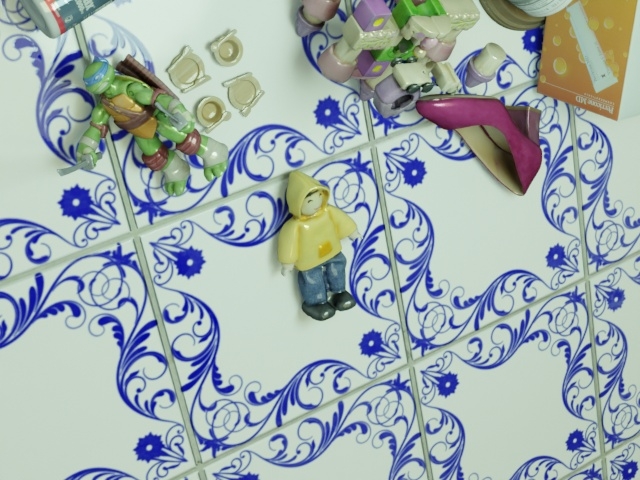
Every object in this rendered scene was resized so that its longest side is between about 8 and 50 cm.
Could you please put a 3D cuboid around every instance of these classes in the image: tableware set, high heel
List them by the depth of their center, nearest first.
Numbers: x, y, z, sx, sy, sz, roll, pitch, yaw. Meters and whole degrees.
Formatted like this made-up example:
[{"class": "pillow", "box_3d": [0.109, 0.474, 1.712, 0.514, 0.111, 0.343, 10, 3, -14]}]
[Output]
[{"class": "tableware set", "box_3d": [-0.177, -0.274, 1.847, 0.141, 0.020, 0.169, -37, 120, -17]}, {"class": "high heel", "box_3d": [0.316, -0.187, 2.088, 0.377, 0.127, 0.181, 3, 94, -41]}]

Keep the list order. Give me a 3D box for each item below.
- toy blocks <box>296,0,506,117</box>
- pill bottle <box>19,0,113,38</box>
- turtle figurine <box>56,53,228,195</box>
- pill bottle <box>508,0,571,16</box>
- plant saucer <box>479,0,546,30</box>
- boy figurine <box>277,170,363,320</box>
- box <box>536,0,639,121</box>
[{"class": "toy blocks", "box_3d": [0.124, -0.315, 1.884, 0.288, 0.309, 0.260, -10, 153, -37]}, {"class": "pill bottle", "box_3d": [-0.368, -0.400, 1.637, 0.180, 0.108, 0.108, -38, 121, -16]}, {"class": "turtle figurine", "box_3d": [-0.282, -0.147, 1.705, 0.198, 0.275, 0.266, -46, 133, 7]}, {"class": "pill bottle", "box_3d": [0.341, -0.535, 1.936, 0.283, 0.161, 0.161, 21, 94, -38]}, {"class": "plant saucer", "box_3d": [0.420, -0.553, 2.110, 0.278, 0.041, 0.278, -10, 111, -28]}, {"class": "boy figurine", "box_3d": [0.000, 0.000, 2.002, 0.177, 0.092, 0.285, -20, 118, -22]}, {"class": "box", "box_3d": [0.577, -0.439, 2.096, 0.168, 0.215, 0.345, -18, 123, -34]}]
